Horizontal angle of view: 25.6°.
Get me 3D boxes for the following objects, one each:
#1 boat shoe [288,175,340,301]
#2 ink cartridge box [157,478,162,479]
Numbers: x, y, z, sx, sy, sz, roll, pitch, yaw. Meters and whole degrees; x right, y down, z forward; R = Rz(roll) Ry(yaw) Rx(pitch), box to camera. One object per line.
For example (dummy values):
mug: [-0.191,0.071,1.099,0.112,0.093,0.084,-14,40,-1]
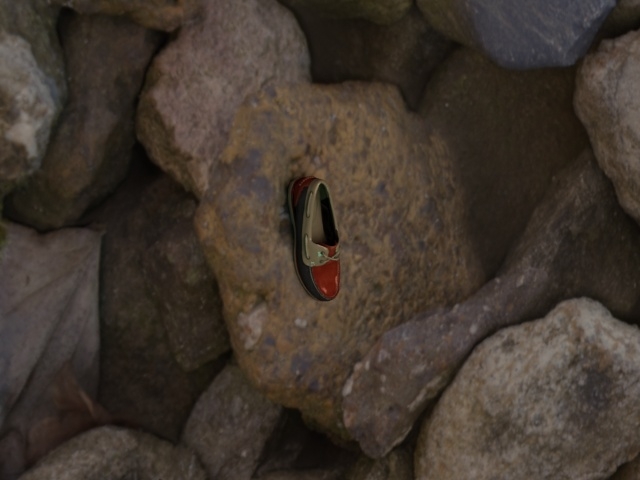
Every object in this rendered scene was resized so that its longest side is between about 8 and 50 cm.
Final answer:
boat shoe: [0.000,0.000,1.456,0.049,0.043,0.137,-20,106,-36]
ink cartridge box: [-0.192,0.338,1.276,0.208,0.087,0.153,-31,84,-31]
